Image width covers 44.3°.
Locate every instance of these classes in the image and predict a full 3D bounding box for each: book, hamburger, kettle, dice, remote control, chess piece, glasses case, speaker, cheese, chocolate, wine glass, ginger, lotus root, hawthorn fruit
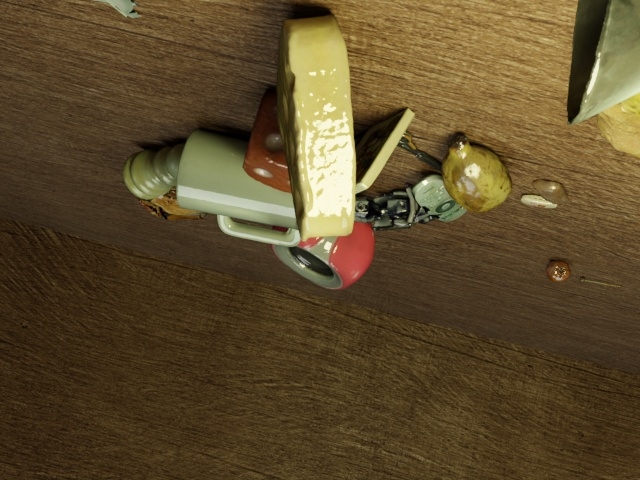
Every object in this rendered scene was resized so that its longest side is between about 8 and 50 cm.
[{"bbox_3d":[0.079,-0.165,1.663,0.027,0.202,0.264,37,159,-16],"label":"book"},{"bbox_3d":[-0.458,-0.133,2.485,0.231,0.106,0.231,12,161,4],"label":"hamburger"},{"bbox_3d":[-0.185,-0.122,1.975,0.318,0.264,0.205,11,-170,4],"label":"kettle"},{"bbox_3d":[-0.067,-0.206,1.699,0.179,0.173,0.175,16,167,-10],"label":"dice"},{"bbox_3d":[0.294,-0.104,1.940,0.097,0.045,0.256,-33,148,15],"label":"remote control"},{"bbox_3d":[-0.414,-0.201,2.162,0.251,0.144,0.144,-10,152,45],"label":"chess piece"},{"bbox_3d":[0.515,-0.092,1.855,0.083,0.021,0.032,11,166,13],"label":"glasses case"},{"bbox_3d":[0.000,0.000,2.217,0.295,0.294,0.294,14,165,4],"label":"speaker"},{"bbox_3d":[-0.007,-0.174,1.408,0.104,0.383,0.384,-6,167,-6],"label":"cheese"},{"bbox_3d":[0.522,-0.105,1.788,0.065,0.031,0.101,11,167,33],"label":"chocolate"},{"bbox_3d":[0.507,-0.247,0.892,0.406,0.267,0.267,6,164,10],"label":"wine glass"},{"bbox_3d":[0.516,-0.208,1.250,0.190,0.126,0.354,15,167,45],"label":"ginger"},{"bbox_3d":[0.324,-0.141,1.679,0.138,0.138,0.214,1,149,41],"label":"lotus root"},{"bbox_3d":[0.686,0.090,2.294,0.067,0.066,0.103,14,177,1],"label":"hawthorn fruit"}]

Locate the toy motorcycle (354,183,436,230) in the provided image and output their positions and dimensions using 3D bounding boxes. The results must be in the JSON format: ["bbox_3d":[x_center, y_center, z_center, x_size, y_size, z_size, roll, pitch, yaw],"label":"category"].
[{"bbox_3d":[0.182,-0.080,2.034,0.271,0.106,0.159,1,170,-3],"label":"toy motorcycle"}]

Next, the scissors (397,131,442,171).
[{"bbox_3d":[0.222,-0.195,1.772,0.220,0.017,0.088,26,161,-38],"label":"scissors"}]

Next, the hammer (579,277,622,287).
[{"bbox_3d":[0.844,0.128,2.369,0.123,0.014,0.029,10,173,8],"label":"hammer"}]

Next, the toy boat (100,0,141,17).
[{"bbox_3d":[-0.376,-0.437,1.415,0.105,0.034,0.149,2,160,46],"label":"toy boat"}]
